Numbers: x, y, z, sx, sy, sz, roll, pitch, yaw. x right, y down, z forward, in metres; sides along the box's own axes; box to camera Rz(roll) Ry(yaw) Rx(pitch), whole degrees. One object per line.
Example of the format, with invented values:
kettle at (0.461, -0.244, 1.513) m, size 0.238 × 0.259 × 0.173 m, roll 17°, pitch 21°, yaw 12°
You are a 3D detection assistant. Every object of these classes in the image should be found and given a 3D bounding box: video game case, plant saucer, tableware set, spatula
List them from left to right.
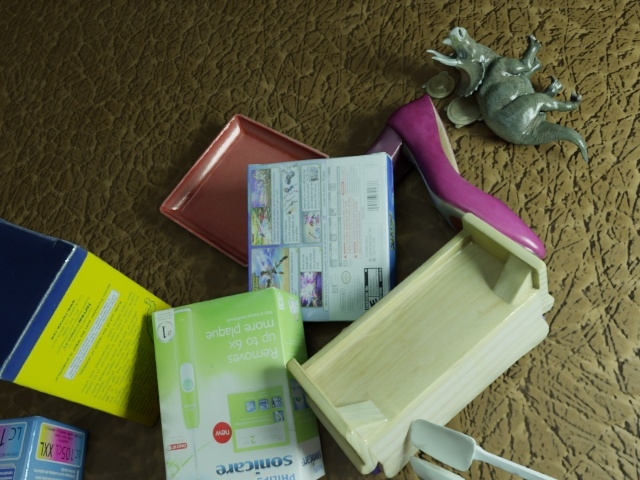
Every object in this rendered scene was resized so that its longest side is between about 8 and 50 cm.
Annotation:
plant saucer at (-0.144, -0.098, 1.169) m, size 0.258 × 0.047 × 0.259 m, roll 30°, pitch 78°, yaw 29°
video game case at (0.000, 0.000, 1.007) m, size 0.244 × 0.061 × 0.269 m, roll -2°, pitch 85°, yaw 18°
tableware set at (0.277, -0.291, 1.133) m, size 0.141 × 0.020 × 0.168 m, roll -34°, pitch 59°, yaw 3°
spatula at (0.223, 0.332, 0.771) m, size 0.242 × 0.019 × 0.168 m, roll 17°, pitch 115°, yaw 23°

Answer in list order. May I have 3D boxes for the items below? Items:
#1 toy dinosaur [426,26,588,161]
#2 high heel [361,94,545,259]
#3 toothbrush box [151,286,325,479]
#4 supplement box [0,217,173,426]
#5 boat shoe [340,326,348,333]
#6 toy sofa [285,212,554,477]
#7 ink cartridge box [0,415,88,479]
toy dinosaur at (0.338, -0.243, 1.046) m, size 0.160 × 0.121 × 0.313 m, roll -34°, pitch 82°, yaw 11°
high heel at (0.242, -0.118, 0.993) m, size 0.181 × 0.127 × 0.377 m, roll -48°, pitch 59°, yaw -5°
toothbrush box at (-0.125, 0.232, 0.915) m, size 0.206 × 0.122 × 0.283 m, roll -12°, pitch 77°, yaw 13°
supplement box at (-0.383, 0.139, 0.950) m, size 0.194 × 0.356 × 0.195 m, roll 16°, pitch 70°, yaw 25°
boat shoe at (0.046, 0.210, 0.935) m, size 0.063 × 0.059 × 0.170 m, roll -7°, pitch 62°, yaw 16°
toy sofa at (0.148, 0.149, 0.856) m, size 0.362 × 0.177 × 0.150 m, roll -39°, pitch 47°, yaw -9°
ink cartridge box at (-0.543, 0.498, 0.951) m, size 0.270 × 0.151 × 0.395 m, roll -10°, pitch 63°, yaw 15°
